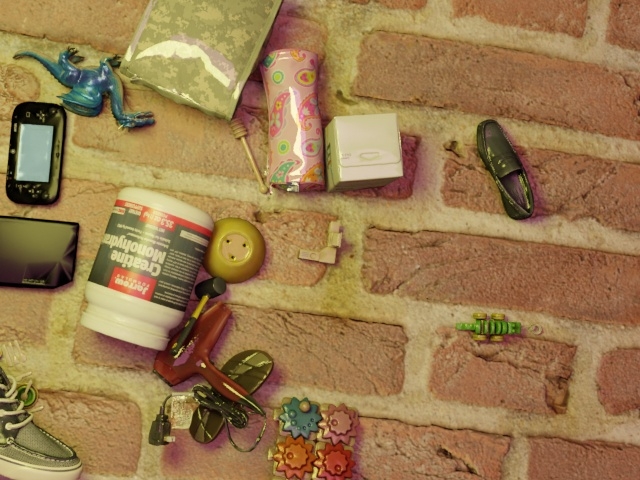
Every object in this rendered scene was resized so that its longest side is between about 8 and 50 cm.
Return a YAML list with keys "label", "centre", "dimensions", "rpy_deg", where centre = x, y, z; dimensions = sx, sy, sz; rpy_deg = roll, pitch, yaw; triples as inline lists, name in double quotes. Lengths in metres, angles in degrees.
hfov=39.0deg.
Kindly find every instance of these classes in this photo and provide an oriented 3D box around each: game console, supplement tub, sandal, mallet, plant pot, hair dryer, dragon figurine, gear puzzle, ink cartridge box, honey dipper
- label: "game console"
  centre: [-0.570, -0.090, 1.741]
  dimensions: [0.213, 0.044, 0.362]
  rpy_deg: [5, 85, -9]
- label: "supplement tub"
  centre: [-0.327, 0.052, 1.696]
  dimensions: [0.191, 0.191, 0.272]
  rpy_deg: [19, 84, -7]
- label: "sandal"
  centre: [-0.170, 0.305, 1.769]
  dimensions: [0.090, 0.060, 0.219]
  rpy_deg: [35, 91, 27]
- label: "mallet"
  centre: [-0.233, 0.142, 1.720]
  dimensions: [0.039, 0.062, 0.190]
  rpy_deg: [49, 36, -24]
- label: "plant pot"
  centre: [-0.170, 0.018, 1.771]
  dimensions: [0.134, 0.095, 0.134]
  rpy_deg: [0, 87, -9]
- label: "hair dryer"
  centre: [-0.212, 0.260, 1.739]
  dimensions: [0.223, 0.080, 0.294]
  rpy_deg: [0, 71, 0]
- label: "dragon figurine"
  centre: [-0.462, -0.292, 1.748]
  dimensions: [0.289, 0.085, 0.144]
  rpy_deg: [9, 85, -10]
- label: "gear puzzle"
  centre: [-0.020, 0.469, 1.738]
  dimensions: [0.175, 0.044, 0.339]
  rpy_deg: [11, 65, -8]
- label: "ink cartridge box"
  centre: [0.079, -0.171, 1.780]
  dimensions: [0.128, 0.176, 0.127]
  rpy_deg: [-5, 88, -9]
- label: "honey dipper"
  centre: [-0.143, -0.169, 1.822]
  dimensions: [0.030, 0.030, 0.161]
  rpy_deg: [-22, 94, -9]

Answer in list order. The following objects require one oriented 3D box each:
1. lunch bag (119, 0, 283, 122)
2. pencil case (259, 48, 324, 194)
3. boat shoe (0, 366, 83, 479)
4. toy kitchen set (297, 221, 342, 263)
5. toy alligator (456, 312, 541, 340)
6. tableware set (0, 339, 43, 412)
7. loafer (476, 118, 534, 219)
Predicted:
- label: "lunch bag"
  centre: [-0.228, -0.386, 1.743]
  dimensions: [0.235, 0.169, 0.287]
  rpy_deg: [25, 74, -7]
- label: "pencil case"
  centre: [-0.056, -0.233, 1.792]
  dimensions: [0.124, 0.124, 0.284]
  rpy_deg: [-2, 89, -9]
- label: "boat shoe"
  centre: [-0.580, 0.319, 1.646]
  dimensions: [0.340, 0.127, 0.158]
  rpy_deg: [19, 97, 2]
- label: "toy kitchen set"
  centre: [0.000, 0.000, 1.812]
  dimensions: [0.075, 0.068, 0.083]
  rpy_deg: [9, 85, -8]
- label: "toy alligator"
  centre: [0.377, 0.180, 1.869]
  dimensions: [0.189, 0.051, 0.056]
  rpy_deg: [3, 87, -9]
- label: "tableware set"
  centre: [-0.602, 0.274, 1.724]
  dimensions: [0.104, 0.024, 0.154]
  rpy_deg: [-20, 90, -9]
- label: "loafer"
  centre: [0.390, -0.150, 1.877]
  dimensions: [0.076, 0.078, 0.223]
  rpy_deg: [-22, 90, -10]
